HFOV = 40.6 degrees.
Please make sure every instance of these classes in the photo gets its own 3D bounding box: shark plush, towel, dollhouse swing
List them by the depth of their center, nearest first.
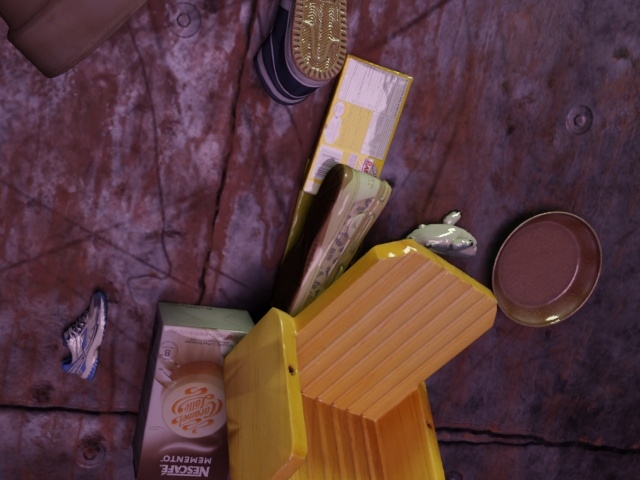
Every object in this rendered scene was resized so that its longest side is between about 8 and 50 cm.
[{"bbox_3d":[0.097,0.228,1.199,0.305,0.315,0.347,-30,140,28],"label":"dollhouse swing"},{"bbox_3d":[0.000,0.000,1.303,0.102,0.021,0.237,9,104,-20],"label":"towel"},{"bbox_3d":[0.169,0.015,1.343,0.161,0.073,0.067,-16,141,-16],"label":"shark plush"}]

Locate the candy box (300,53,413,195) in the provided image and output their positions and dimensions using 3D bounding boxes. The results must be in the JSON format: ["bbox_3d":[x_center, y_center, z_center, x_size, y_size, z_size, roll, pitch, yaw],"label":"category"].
[{"bbox_3d":[0.052,-0.154,1.253,0.105,0.027,0.206,17,96,-18],"label":"candy box"}]

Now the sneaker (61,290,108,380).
[{"bbox_3d":[-0.338,0.135,1.231,0.058,0.052,0.135,12,103,-15],"label":"sneaker"}]

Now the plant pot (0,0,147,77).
[{"bbox_3d":[-0.288,-0.387,0.920,0.323,0.323,0.280,-46,118,1],"label":"plant pot"}]

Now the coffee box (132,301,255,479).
[{"bbox_3d":[-0.188,0.226,1.277,0.141,0.098,0.247,7,105,-18],"label":"coffee box"}]

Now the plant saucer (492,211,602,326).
[{"bbox_3d":[0.364,0.044,1.416,0.198,0.036,0.199,-5,108,-16],"label":"plant saucer"}]

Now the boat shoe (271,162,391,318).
[{"bbox_3d":[0.009,0.032,1.241,0.089,0.104,0.285,17,113,-22],"label":"boat shoe"}]

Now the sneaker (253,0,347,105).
[{"bbox_3d":[-0.016,-0.317,1.167,0.099,0.153,0.282,15,72,-18],"label":"sneaker"}]
